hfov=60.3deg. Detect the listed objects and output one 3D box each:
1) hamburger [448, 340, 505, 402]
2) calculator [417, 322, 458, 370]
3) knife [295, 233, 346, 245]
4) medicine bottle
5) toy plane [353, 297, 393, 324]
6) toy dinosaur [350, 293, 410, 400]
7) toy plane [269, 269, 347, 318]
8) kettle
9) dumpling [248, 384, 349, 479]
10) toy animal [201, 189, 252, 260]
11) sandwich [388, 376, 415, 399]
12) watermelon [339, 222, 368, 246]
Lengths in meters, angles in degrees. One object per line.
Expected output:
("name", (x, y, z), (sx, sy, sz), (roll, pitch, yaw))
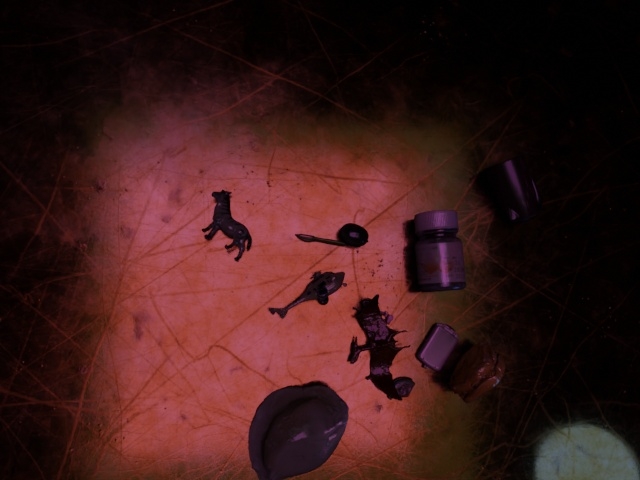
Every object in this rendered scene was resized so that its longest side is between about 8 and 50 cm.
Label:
("hamburger", (0.530, 0.442, 1.862), (0.213, 0.214, 0.108), (-44, 87, -10))
("calculator", (0.414, 0.377, 1.939), (0.100, 0.032, 0.175), (35, 81, -2))
("knife", (0.000, 0.000, 1.934), (0.183, 0.022, 0.026), (9, 57, -5))
("medicine bottle", (0.411, 0.040, 1.913), (0.164, 0.165, 0.274), (-4, 84, -8))
("toy plane", (0.190, 0.243, 1.924), (0.145, 0.037, 0.060), (26, 85, -3))
("toy dinosaur", (0.207, 0.349, 1.858), (0.206, 0.113, 0.328), (14, 91, -4))
("toy plane", (-0.038, 0.183, 1.879), (0.286, 0.092, 0.108), (-34, 67, -11))
("kettle", (0.716, -0.183, 2.009), (0.202, 0.144, 0.232), (-23, 93, -40))
("dumpling", (-0.070, 0.610, 1.760), (0.320, 0.212, 0.270), (-14, 82, -20))
("toy animal", (-0.312, -0.058, 1.876), (0.217, 0.073, 0.176), (40, 65, -6))
("sandwich", (0.281, 0.511, 1.909), (0.101, 0.026, 0.070), (-8, 83, -9))
("watermelon", (0.119, -0.018, 1.925), (0.110, 0.078, 0.078), (17, 81, -6))
